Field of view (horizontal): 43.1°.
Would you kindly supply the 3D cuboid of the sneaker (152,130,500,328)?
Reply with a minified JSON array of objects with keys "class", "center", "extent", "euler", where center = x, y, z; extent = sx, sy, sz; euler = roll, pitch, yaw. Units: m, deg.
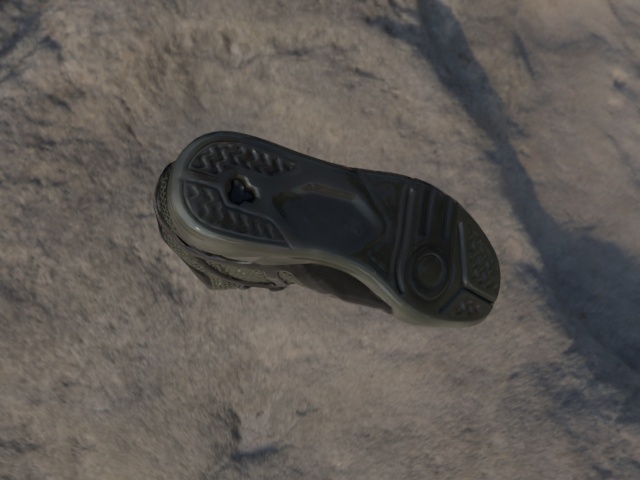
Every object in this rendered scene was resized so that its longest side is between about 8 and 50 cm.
[{"class":"sneaker","center":[0.000,0.000,0.515],"extent":[0.227,0.130,0.087],"euler":[15,80,-23]}]
